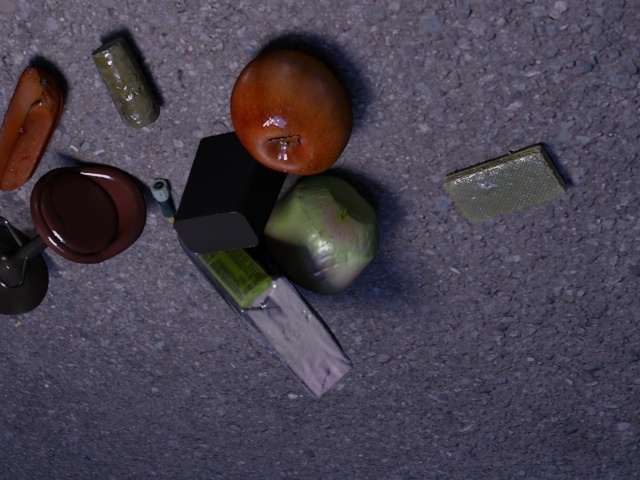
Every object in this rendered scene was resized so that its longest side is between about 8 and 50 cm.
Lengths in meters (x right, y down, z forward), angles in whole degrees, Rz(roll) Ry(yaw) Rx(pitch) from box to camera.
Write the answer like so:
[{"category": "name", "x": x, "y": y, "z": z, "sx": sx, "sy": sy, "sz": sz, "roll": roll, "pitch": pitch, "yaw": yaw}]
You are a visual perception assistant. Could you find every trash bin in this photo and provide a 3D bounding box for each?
[{"category": "trash bin", "x": -0.168, "y": -0.090, "z": 1.724, "sx": 0.165, "sy": 0.225, "sz": 0.115, "roll": -8, "pitch": 134, "yaw": 23}]

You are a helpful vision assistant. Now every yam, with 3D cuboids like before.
[{"category": "yam", "x": -0.358, "y": -0.290, "z": 1.679, "sx": 0.078, "sy": 0.078, "sz": 0.179, "roll": -4, "pitch": 134, "yaw": 20}]

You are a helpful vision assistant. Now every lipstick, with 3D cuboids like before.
[{"category": "lipstick", "x": -0.328, "y": -0.078, "z": 1.926, "sx": 0.037, "sy": 0.037, "sz": 0.116, "roll": 4, "pitch": 141, "yaw": 11}]

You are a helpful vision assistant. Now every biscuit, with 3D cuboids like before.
[{"category": "biscuit", "x": 0.344, "y": -0.102, "z": 1.706, "sx": 0.199, "sy": 0.040, "sz": 0.121, "roll": -18, "pitch": 126, "yaw": 32}]

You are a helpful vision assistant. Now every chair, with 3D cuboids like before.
[{"category": "chair", "x": -0.570, "y": -0.010, "z": 1.928, "sx": 0.401, "sy": 0.226, "sz": 0.226, "roll": -28, "pitch": 123, "yaw": 35}]

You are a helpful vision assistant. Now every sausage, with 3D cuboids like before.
[{"category": "sausage", "x": -0.581, "y": -0.216, "z": 1.805, "sx": 0.102, "sy": 0.102, "sz": 0.330, "roll": 28, "pitch": 137, "yaw": -14}]

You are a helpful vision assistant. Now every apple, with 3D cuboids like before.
[{"category": "apple", "x": -0.051, "y": -0.214, "z": 1.599, "sx": 0.235, "sy": 0.173, "sz": 0.210, "roll": 36, "pitch": 134, "yaw": -23}]

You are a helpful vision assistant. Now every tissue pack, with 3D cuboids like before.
[{"category": "tissue pack", "x": -0.121, "y": 0.113, "z": 1.829, "sx": 0.124, "sy": 0.394, "sz": 0.288, "roll": -41, "pitch": 123, "yaw": -6}]

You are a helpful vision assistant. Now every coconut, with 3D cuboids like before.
[{"category": "coconut", "x": 0.000, "y": 0.000, "z": 1.791, "sx": 0.236, "sy": 0.204, "sz": 0.236, "roll": -4, "pitch": 134, "yaw": -5}]
